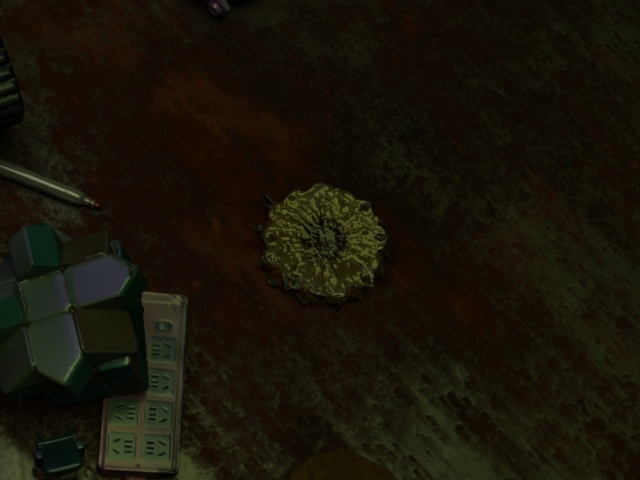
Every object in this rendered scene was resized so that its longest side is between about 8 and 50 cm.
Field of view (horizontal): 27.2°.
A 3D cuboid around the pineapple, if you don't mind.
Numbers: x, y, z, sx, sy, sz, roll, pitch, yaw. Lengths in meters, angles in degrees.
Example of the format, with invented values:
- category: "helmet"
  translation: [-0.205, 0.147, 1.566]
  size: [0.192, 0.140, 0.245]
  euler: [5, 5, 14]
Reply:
- category: "pineapple"
  translation: [0.000, 0.000, 1.943]
  size: [0.221, 0.047, 0.221]
  euler: [4, 66, -10]

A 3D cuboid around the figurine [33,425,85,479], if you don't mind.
- category: "figurine"
  translation: [-0.332, 0.315, 1.709]
  size: [0.068, 0.075, 0.140]
  euler: [-7, 66, -17]

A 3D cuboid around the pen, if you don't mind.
- category: "pen"
  translation: [-0.415, -0.089, 1.895]
  size: [0.218, 0.026, 0.026]
  euler: [22, 64, -3]

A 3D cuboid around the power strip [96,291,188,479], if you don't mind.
- category: "power strip"
  translation: [-0.241, 0.195, 1.804]
  size: [0.109, 0.037, 0.279]
  euler: [5, 66, -10]

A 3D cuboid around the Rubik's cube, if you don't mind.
- category: "Rubik's cube"
  translation: [-0.328, 0.084, 1.711]
  size: [0.224, 0.213, 0.265]
  euler: [-11, 66, 3]

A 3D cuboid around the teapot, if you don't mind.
- category: "teapot"
  translation: [0.029, 0.391, 1.724]
  size: [0.311, 0.167, 0.203]
  euler: [7, 35, -33]

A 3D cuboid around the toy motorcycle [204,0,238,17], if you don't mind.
- category: "toy motorcycle"
  translation: [-0.241, -0.476, 2.055]
  size: [0.327, 0.143, 0.188]
  euler: [45, 72, -8]

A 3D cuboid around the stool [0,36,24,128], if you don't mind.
- category: "stool"
  translation: [-0.612, -0.232, 1.775]
  size: [0.330, 0.297, 0.297]
  euler: [-26, 75, -18]
